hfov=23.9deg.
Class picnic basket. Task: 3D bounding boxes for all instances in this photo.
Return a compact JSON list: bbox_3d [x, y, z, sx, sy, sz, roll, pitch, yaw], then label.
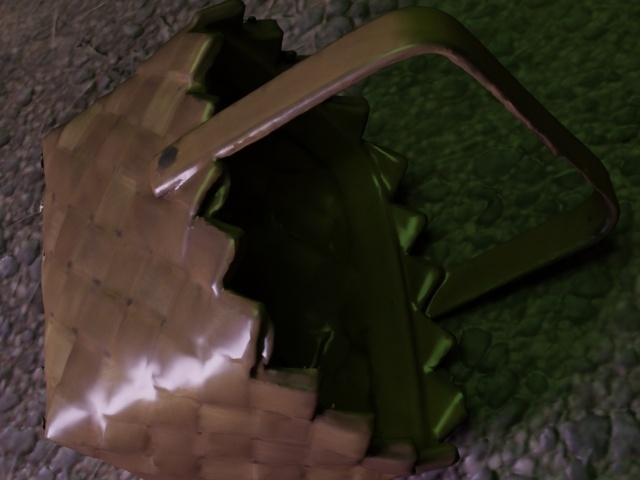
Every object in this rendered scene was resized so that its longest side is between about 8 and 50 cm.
[{"bbox_3d":[0.000,0.000,0.933,0.321,0.254,0.291,-28,50,23],"label":"picnic basket"}]
